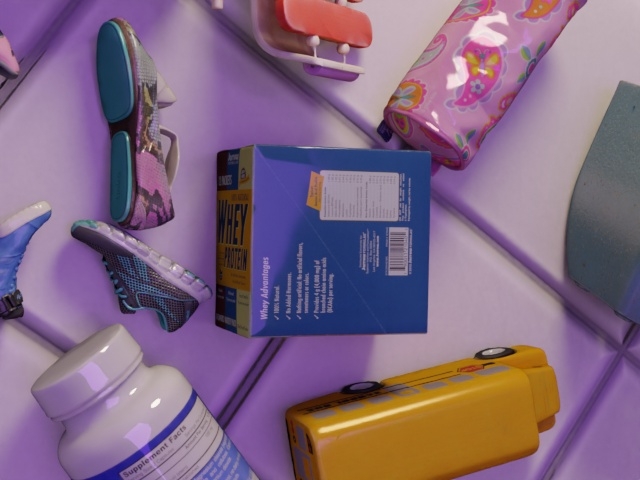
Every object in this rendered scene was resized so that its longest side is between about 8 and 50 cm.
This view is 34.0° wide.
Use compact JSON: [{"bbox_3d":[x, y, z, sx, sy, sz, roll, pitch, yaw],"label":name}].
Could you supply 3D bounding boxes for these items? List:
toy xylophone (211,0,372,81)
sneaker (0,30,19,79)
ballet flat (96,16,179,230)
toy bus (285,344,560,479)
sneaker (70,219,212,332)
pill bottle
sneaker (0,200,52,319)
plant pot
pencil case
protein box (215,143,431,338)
[{"bbox_3d":[-0.028,-0.324,1.102,0.236,0.081,0.323,-22,108,-60],"label":"toy xylophone"},{"bbox_3d":[-0.424,-0.108,0.992,0.131,0.112,0.319,44,78,-14],"label":"sneaker"},{"bbox_3d":[-0.187,-0.121,1.103,0.079,0.077,0.221,-4,88,-39],"label":"ballet flat"},{"bbox_3d":[0.129,0.208,1.196,0.332,0.130,0.108,-11,95,-20],"label":"toy bus"},{"bbox_3d":[-0.198,0.040,1.109,0.166,0.065,0.076,34,85,-16],"label":"sneaker"},{"bbox_3d":[-0.170,0.225,1.073,0.152,0.152,0.272,-38,103,-16],"label":"pill bottle"},{"bbox_3d":[-0.316,0.033,1.062,0.152,0.058,0.084,-41,99,-11],"label":"sneaker"},{"bbox_3d":[0.443,-0.011,1.260,0.247,0.248,0.252,26,100,-19],"label":"plant pot"},{"bbox_3d":[0.191,-0.212,1.222,0.124,0.124,0.284,39,79,-17],"label":"pencil case"},{"bbox_3d":[0.000,0.000,1.140,0.201,0.136,0.200,0,91,-21],"label":"protein box"}]
